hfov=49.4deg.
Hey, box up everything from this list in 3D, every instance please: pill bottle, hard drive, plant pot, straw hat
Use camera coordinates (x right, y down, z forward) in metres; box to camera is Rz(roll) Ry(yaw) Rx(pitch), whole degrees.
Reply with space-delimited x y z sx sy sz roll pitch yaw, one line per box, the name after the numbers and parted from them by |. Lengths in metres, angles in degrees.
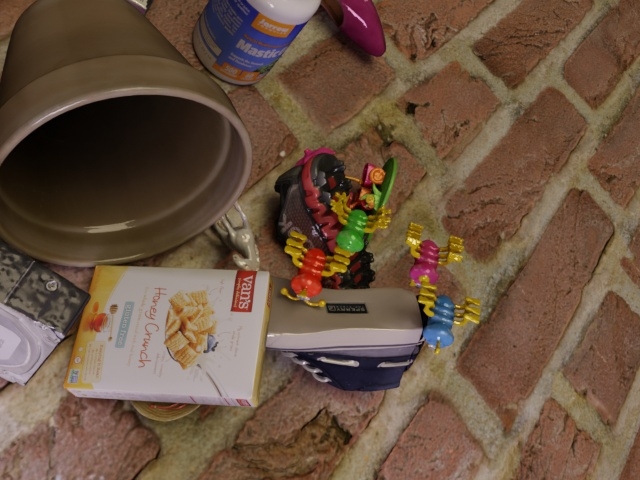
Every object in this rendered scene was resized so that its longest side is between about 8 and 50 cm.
-0.092 -0.388 1.135 0.152 0.272 0.152 14 61 -27 | pill bottle
-0.432 0.028 0.737 0.339 0.237 0.064 35 53 -15 | hard drive
-0.286 -0.167 0.914 0.323 0.323 0.280 -3 52 -34 | plant pot
-0.188 0.180 0.930 0.061 0.145 0.144 63 30 -55 | straw hat

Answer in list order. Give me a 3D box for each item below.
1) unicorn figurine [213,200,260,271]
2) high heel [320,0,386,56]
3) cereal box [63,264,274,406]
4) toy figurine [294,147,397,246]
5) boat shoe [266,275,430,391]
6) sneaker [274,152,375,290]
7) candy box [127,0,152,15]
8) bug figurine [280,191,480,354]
-0.123 -0.005 1.015 0.060 0.162 0.111 -26 101 -1 | unicorn figurine
-0.035 -0.480 1.352 0.181 0.127 0.377 -40 97 -10 | high heel
-0.188 0.118 0.891 0.240 0.047 0.172 1 60 8 | cereal box
0.026 -0.088 1.193 0.159 0.130 0.173 19 82 -9 | toy figurine
-0.014 0.151 1.018 0.341 0.158 0.127 6 38 -9 | boat shoe
0.000 0.000 1.124 0.098 0.135 0.275 -34 112 -51 | sneaker
-0.336 -0.462 1.142 0.165 0.070 0.196 27 55 -20 | candy box
0.089 0.044 0.990 0.279 0.072 0.216 21 45 3 | bug figurine
